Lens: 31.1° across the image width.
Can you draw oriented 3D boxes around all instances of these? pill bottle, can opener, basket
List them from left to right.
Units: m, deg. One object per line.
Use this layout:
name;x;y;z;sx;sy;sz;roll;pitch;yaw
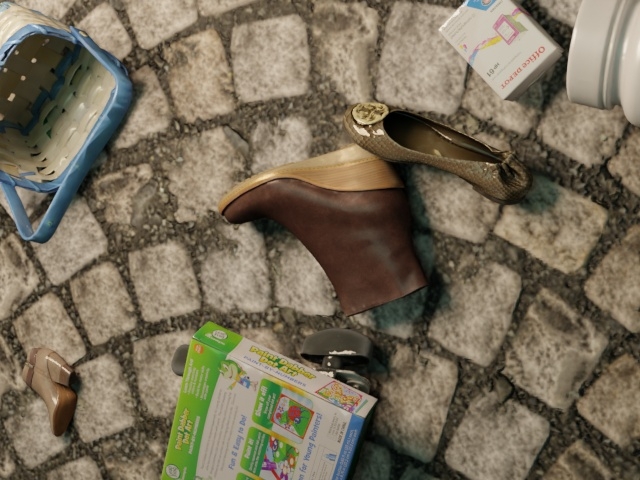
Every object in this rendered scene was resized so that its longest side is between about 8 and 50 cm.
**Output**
basket;-0.364;-0.171;1.532;0.255;0.201;0.289;-53;43;18
can opener;-0.060;0.166;1.528;0.280;0.074;0.093;0;59;21
pill bottle;0.422;-0.189;1.241;0.283;0.161;0.161;14;99;22

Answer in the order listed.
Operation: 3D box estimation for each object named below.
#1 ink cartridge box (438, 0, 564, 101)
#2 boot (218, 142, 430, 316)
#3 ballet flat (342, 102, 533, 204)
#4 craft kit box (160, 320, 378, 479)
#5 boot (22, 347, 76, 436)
ink cartridge box;0.217;-0.239;1.382;0.088;0.052;0.122;-45;78;19
boot;0.000;0.000;1.468;0.248;0.090;0.207;-18;85;19
ballet flat;0.142;-0.118;1.401;0.249;0.084;0.058;26;146;16
craft kit box;-0.073;0.261;1.489;0.246;0.061;0.250;22;120;12
boot;-0.400;0.217;1.683;0.087;0.042;0.119;19;100;27
